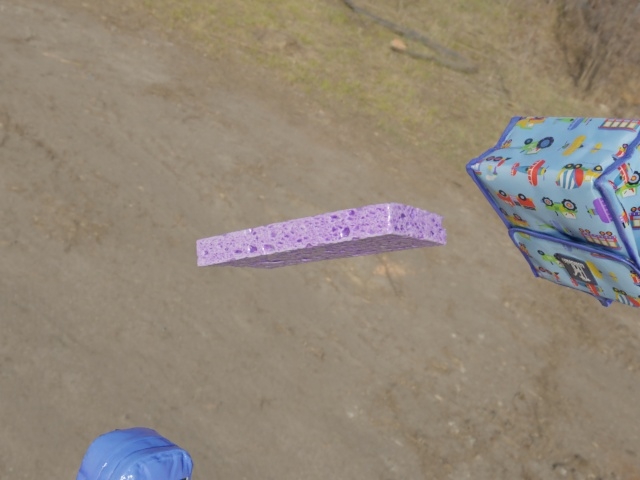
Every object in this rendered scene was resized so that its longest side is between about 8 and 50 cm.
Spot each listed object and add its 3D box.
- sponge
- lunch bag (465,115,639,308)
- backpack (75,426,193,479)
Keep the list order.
[{"bbox_3d":[0.000,0.000,0.649,0.210,0.031,0.117,-9,-9,31],"label":"sponge"},{"bbox_3d":[0.377,-0.022,0.984,0.138,0.293,0.221,-43,31,-21],"label":"lunch bag"},{"bbox_3d":[-0.161,0.232,0.605,0.101,0.120,0.098,16,0,30],"label":"backpack"}]
